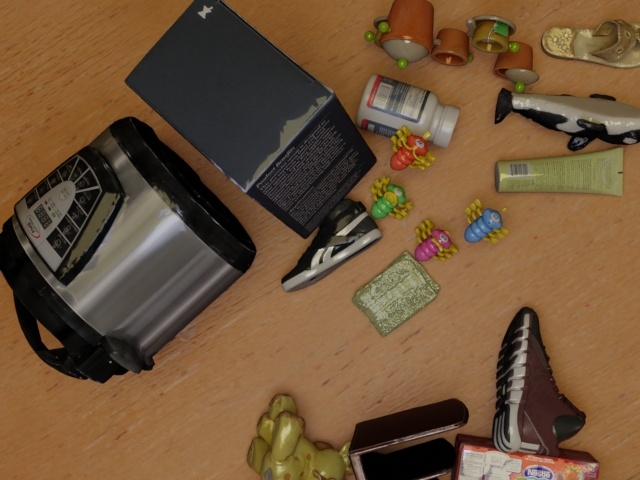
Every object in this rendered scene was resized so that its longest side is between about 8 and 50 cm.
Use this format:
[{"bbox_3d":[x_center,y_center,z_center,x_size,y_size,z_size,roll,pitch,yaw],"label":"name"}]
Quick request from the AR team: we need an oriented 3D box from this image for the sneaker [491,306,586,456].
[{"bbox_3d":[0.412,0.269,1.870,0.162,0.106,0.281,16,65,-5],"label":"sneaker"}]

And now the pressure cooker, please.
[{"bbox_3d":[-0.370,0.038,1.827,0.420,0.370,0.375,-42,96,4],"label":"pressure cooker"}]

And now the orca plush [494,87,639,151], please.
[{"bbox_3d":[0.467,-0.205,1.897,0.287,0.151,0.102,3,120,2],"label":"orca plush"}]

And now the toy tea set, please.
[{"bbox_3d":[0.245,-0.339,1.870,0.336,0.200,0.124,12,81,0],"label":"toy tea set"}]

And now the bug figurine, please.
[{"bbox_3d":[0.202,-0.066,1.878,0.279,0.072,0.216,44,131,2],"label":"bug figurine"}]

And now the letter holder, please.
[{"bbox_3d":[0.178,0.391,1.806,0.214,0.302,0.152,-18,88,4],"label":"letter holder"}]

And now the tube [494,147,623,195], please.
[{"bbox_3d":[0.451,-0.123,1.920,0.240,0.070,0.062,-3,50,1],"label":"tube"}]

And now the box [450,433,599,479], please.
[{"bbox_3d":[0.372,0.444,1.878,0.256,0.122,0.128,7,90,5],"label":"box"}]

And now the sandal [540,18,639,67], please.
[{"bbox_3d":[0.538,-0.373,1.902,0.240,0.079,0.088,2,89,5],"label":"sandal"}]

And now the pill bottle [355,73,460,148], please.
[{"bbox_3d":[0.166,-0.238,1.917,0.180,0.108,0.108,19,90,5],"label":"pill bottle"}]

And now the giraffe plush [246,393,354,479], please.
[{"bbox_3d":[-0.026,0.409,1.900,0.170,0.210,0.181,17,123,-18],"label":"giraffe plush"}]

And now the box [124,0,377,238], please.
[{"bbox_3d":[-0.103,-0.203,1.767,0.293,0.395,0.212,42,90,18],"label":"box"}]

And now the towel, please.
[{"bbox_3d":[0.145,0.104,1.952,0.148,0.027,0.110,-40,87,2],"label":"towel"}]

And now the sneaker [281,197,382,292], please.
[{"bbox_3d":[0.000,0.000,1.949,0.216,0.079,0.121,-31,77,2],"label":"sneaker"}]
